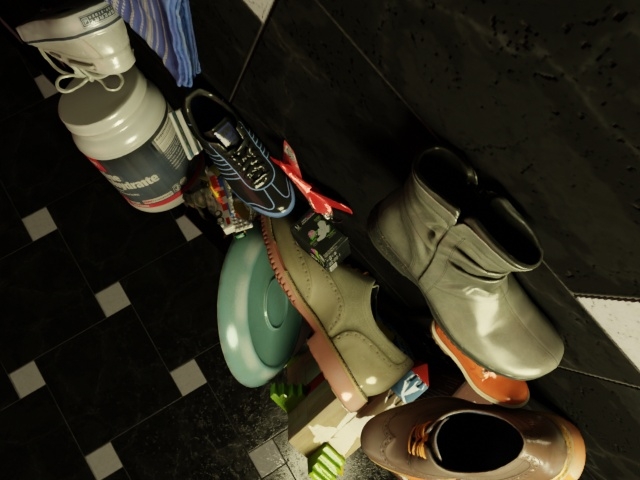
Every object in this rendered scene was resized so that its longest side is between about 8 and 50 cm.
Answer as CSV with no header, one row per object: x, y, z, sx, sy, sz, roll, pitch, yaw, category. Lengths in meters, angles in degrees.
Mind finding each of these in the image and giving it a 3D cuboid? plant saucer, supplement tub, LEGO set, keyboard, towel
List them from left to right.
-0.282,-0.358,0.816,0.336,0.040,0.243,45,168,2,towel
-0.365,-0.200,1.277,0.191,0.191,0.272,37,167,34,supplement tub
-0.169,-0.107,1.060,0.182,0.060,0.244,-110,-1,-76,LEGO set
-0.099,0.119,1.229,0.043,0.318,0.318,0,148,21,plant saucer
0.188,0.155,0.996,0.108,0.023,0.180,52,169,0,keyboard

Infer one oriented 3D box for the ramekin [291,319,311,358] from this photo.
-0.093,0.183,1.513,0.127,0.273,0.273,34,169,-5,ramekin

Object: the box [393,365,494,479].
0.218,0.359,1.146,0.168,0.203,0.167,47,169,-7,box

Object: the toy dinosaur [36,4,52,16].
-0.628,-0.510,1.517,0.090,0.047,0.082,21,174,40,toy dinosaur

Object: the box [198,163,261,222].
-0.150,-0.059,1.345,0.232,0.058,0.087,51,166,-28,box

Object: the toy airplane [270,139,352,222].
-0.018,-0.074,0.899,0.151,0.028,0.151,44,170,10,toy airplane

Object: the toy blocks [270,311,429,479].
0.064,0.254,1.227,0.191,0.261,0.381,46,-173,-12,toy blocks

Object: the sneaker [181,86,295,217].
-0.123,-0.127,0.953,0.232,0.081,0.090,47,176,-4,sneaker

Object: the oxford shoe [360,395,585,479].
0.172,0.275,0.913,0.132,0.130,0.363,23,153,-36,oxford shoe

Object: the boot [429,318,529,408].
0.208,0.150,0.820,0.158,0.059,0.085,44,164,10,boot

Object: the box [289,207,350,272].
0.000,0.000,1.036,0.083,0.052,0.062,41,167,22,box

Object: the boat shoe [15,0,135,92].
-0.403,-0.325,1.109,0.367,0.136,0.156,20,139,49,boat shoe

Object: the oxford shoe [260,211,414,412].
0.019,0.085,1.101,0.397,0.146,0.140,61,-178,23,oxford shoe

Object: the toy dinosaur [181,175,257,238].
-0.181,-0.076,1.212,0.118,0.064,0.268,49,145,-13,toy dinosaur

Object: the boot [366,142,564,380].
0.148,0.033,0.574,0.246,0.083,0.161,44,163,-1,boot
